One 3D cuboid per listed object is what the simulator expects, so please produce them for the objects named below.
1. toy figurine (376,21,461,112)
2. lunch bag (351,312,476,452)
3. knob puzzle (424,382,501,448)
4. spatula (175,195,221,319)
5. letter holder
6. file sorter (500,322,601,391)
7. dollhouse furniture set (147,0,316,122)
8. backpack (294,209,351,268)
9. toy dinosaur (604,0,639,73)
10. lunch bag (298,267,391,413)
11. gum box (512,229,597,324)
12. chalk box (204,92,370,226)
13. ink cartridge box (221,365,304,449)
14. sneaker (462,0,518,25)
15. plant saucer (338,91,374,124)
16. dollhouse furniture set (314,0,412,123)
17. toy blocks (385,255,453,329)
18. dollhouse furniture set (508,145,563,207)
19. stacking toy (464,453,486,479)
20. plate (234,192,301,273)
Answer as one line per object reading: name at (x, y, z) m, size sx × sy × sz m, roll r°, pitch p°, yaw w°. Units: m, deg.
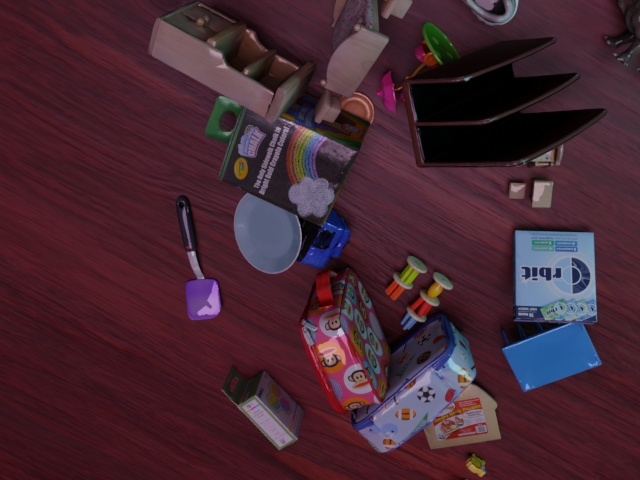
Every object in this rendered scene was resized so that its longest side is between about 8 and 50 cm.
toy figurine at (0.191, -0.301, 1.268) m, size 0.173 × 0.130 × 0.159 m, roll 32°, pitch 130°, yaw -32°
lunch bag at (0.187, 0.302, 1.437) m, size 0.303 × 0.243 × 0.115 m, roll -41°, pitch 103°, yaw 15°
knob puzzle at (0.320, 0.397, 1.567) m, size 0.213 × 0.030 × 0.213 m, roll 3°, pitch 113°, yaw 7°
spatula at (-0.286, 0.042, 1.504) m, size 0.084 × 0.030 × 0.296 m, roll -5°, pitch 111°, yaw 9°
letter holder at (0.324, -0.239, 1.117) m, size 0.214 × 0.302 × 0.152 m, roll 10°, pitch 121°, yaw 48°
file sorter at (0.489, 0.225, 1.431) m, size 0.170 × 0.104 × 0.118 m, roll -25°, pitch 106°, yaw 17°
dollhouse furniture set at (-0.092, -0.440, 1.087) m, size 0.256 × 0.362 × 0.394 m, roll 29°, pitch 125°, yaw 1°
backpack at (0.000, 0.000, 1.410) m, size 0.101 × 0.098 × 0.120 m, roll 22°, pitch 114°, yaw -23°
toy dinosaur at (0.613, -0.367, 1.159) m, size 0.313 × 0.121 × 0.160 m, roll 35°, pitch 126°, yaw -3°
lunch bag at (0.049, 0.185, 1.375) m, size 0.120 × 0.293 × 0.258 m, roll -20°, pitch 104°, yaw 14°
gum box at (0.474, 0.074, 1.351) m, size 0.157 × 0.041 × 0.184 m, roll 1°, pitch 76°, yaw 7°
chalk box at (-0.076, -0.189, 1.292) m, size 0.289 × 0.179 × 0.180 m, roll 26°, pitch 118°, yaw 0°
ink cartridge box at (-0.133, 0.385, 1.583) m, size 0.062 × 0.109 × 0.209 m, roll -37°, pitch 103°, yaw 20°
sneaker at (0.249, -0.481, 1.159) m, size 0.262 × 0.121 × 0.099 m, roll 39°, pitch 114°, yaw -6°
plant saucer at (0.068, -0.258, 1.338) m, size 0.083 × 0.013 × 0.083 m, roll 3°, pitch 112°, yaw 6°
dollhouse furniture set at (0.021, -0.443, 1.144) m, size 0.174 × 0.303 × 0.355 m, roll 17°, pitch 139°, yaw -19°
toy blocks at (0.198, 0.122, 1.456) m, size 0.123 × 0.054 × 0.148 m, roll 32°, pitch 114°, yaw -7°
dollhouse furniture set at (0.365, -0.138, 1.298) m, size 0.182 × 0.101 × 0.161 m, roll 1°, pitch 113°, yaw 8°
stacking toy at (0.408, 0.645, 1.647) m, size 0.221 × 0.052 × 0.167 m, roll 33°, pitch 113°, yaw -7°
plate at (-0.110, -0.022, 1.424) m, size 0.188 × 0.024 × 0.188 m, roll 10°, pitch 108°, yaw 34°
